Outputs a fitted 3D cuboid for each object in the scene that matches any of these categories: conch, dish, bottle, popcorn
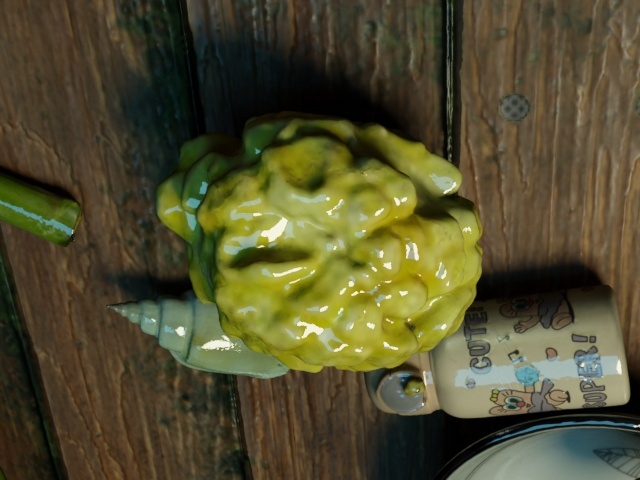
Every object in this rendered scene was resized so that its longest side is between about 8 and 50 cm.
[{"bbox_3d":[-0.102,0.088,0.857,0.180,0.065,0.088,21,120,-13],"label":"conch"},{"bbox_3d":[0.240,0.254,0.868,0.317,0.106,0.316,4,116,7],"label":"dish"},{"bbox_3d":[0.138,0.099,0.797,0.209,0.110,0.097,-9,107,13],"label":"bottle"},{"bbox_3d":[0.002,0.000,0.722,0.235,0.217,0.180,11,95,10],"label":"popcorn"}]

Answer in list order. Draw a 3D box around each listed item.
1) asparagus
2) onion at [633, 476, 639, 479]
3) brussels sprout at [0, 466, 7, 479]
[{"bbox_3d":[-0.286,-0.045,0.823,0.178,0.045,0.041,23,88,-4],"label":"asparagus"},{"bbox_3d":[0.273,0.227,0.742,0.107,0.107,0.097,-12,160,15],"label":"onion"},{"bbox_3d":[-0.445,0.276,0.896,0.344,0.268,0.344,-1,143,-1],"label":"brussels sprout"}]
